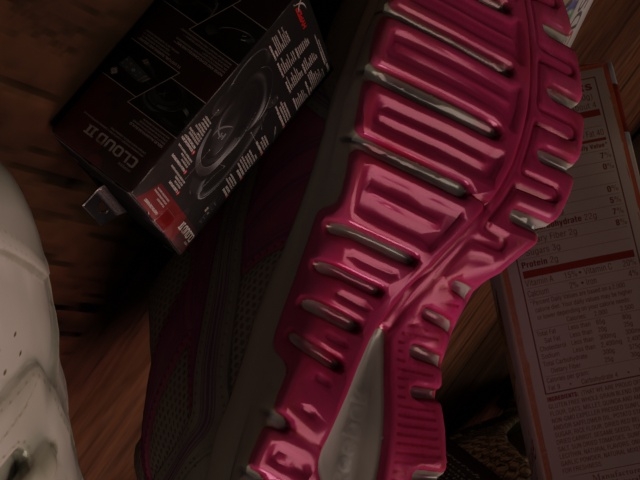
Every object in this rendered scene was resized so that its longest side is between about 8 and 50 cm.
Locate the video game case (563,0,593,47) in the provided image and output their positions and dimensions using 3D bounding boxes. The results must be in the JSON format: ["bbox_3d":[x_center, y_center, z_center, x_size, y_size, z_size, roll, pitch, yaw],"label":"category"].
[{"bbox_3d":[0.068,-0.065,0.721,0.157,0.019,0.143,-35,156,-45],"label":"video game case"}]

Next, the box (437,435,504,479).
[{"bbox_3d":[0.008,0.183,0.803,0.168,0.167,0.203,-57,163,10],"label":"box"}]

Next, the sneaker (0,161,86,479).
[{"bbox_3d":[-0.078,0.082,0.399,0.114,0.152,0.305,-42,159,-25],"label":"sneaker"}]

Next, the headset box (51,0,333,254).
[{"bbox_3d":[-0.037,-0.037,0.473,0.083,0.032,0.062,-50,163,-7],"label":"headset box"}]

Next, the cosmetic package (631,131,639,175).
[{"bbox_3d":[0.283,-0.018,1.163,0.296,0.153,0.129,-50,161,-16],"label":"cosmetic package"}]

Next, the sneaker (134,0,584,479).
[{"bbox_3d":[0.000,0.000,0.556,0.103,0.111,0.252,33,75,-37],"label":"sneaker"}]

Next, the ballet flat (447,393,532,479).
[{"bbox_3d":[0.200,0.183,1.282,0.182,0.164,0.483,-28,170,22],"label":"ballet flat"}]

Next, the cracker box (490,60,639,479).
[{"bbox_3d":[0.114,0.062,0.697,0.067,0.232,0.155,-11,161,5],"label":"cracker box"}]
